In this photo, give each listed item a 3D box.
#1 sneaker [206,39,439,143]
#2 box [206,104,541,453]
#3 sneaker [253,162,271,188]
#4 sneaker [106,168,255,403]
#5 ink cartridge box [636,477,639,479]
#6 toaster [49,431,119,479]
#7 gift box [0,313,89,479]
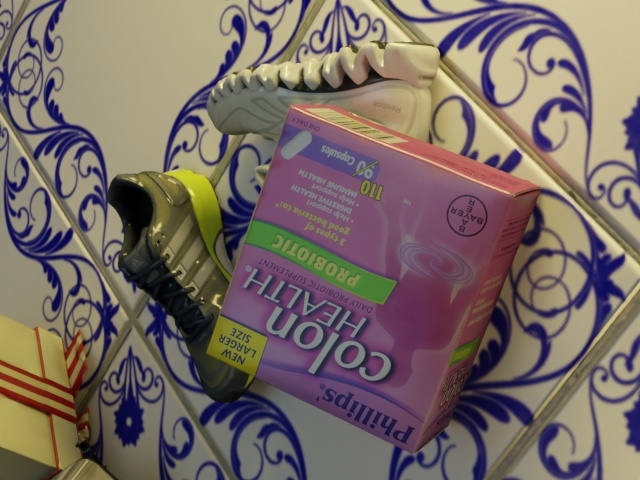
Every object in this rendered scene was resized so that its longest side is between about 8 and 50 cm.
[{"bbox_3d":[-0.007,-0.123,1.260,0.292,0.110,0.118,-4,91,45],"label":"sneaker"},{"bbox_3d":[0.046,0.027,1.120,0.213,0.117,0.243,24,104,18],"label":"box"},{"bbox_3d":[0.000,0.000,1.239,0.080,0.094,0.212,-55,52,23],"label":"sneaker"},{"bbox_3d":[-0.156,0.046,1.368,0.111,0.121,0.300,-46,56,31],"label":"sneaker"},{"bbox_3d":[0.275,0.317,0.887,0.207,0.117,0.283,-40,58,20],"label":"ink cartridge box"},{"bbox_3d":[-0.268,0.344,1.400,0.185,0.110,0.168,44,122,-6],"label":"toaster"},{"bbox_3d":[-0.434,0.209,1.516,0.255,0.258,0.276,-33,46,22],"label":"gift box"}]
